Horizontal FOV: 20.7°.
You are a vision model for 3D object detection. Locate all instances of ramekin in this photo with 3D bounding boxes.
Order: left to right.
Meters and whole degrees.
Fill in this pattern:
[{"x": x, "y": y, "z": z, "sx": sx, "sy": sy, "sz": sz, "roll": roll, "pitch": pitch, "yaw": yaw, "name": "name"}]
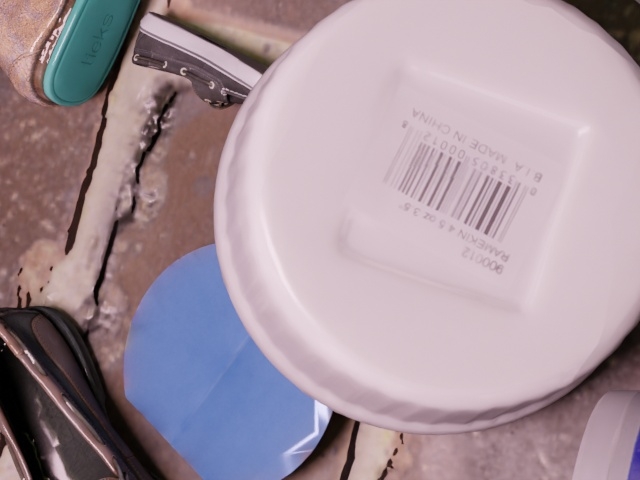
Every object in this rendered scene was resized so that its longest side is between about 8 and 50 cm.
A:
[{"x": 0.076, "y": -0.024, "z": 1.030, "sx": 0.277, "sy": 0.135, "sz": 0.277, "roll": 0, "pitch": 84, "yaw": -4, "name": "ramekin"}]

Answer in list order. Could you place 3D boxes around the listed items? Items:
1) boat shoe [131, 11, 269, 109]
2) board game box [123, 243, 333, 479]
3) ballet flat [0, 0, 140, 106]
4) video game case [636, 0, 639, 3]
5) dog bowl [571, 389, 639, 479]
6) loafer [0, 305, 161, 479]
[{"x": -0.071, "y": -0.113, "z": 1.204, "sx": 0.142, "sy": 0.049, "sz": 0.040, "roll": 30, "pitch": 101, "yaw": 28, "name": "boat shoe"}, {"x": -0.056, "y": 0.088, "z": 1.181, "sx": 0.168, "sy": 0.033, "sz": 0.133, "roll": 42, "pitch": 105, "yaw": 26, "name": "board game box"}, {"x": -0.143, "y": -0.245, "z": 1.218, "sx": 0.106, "sy": 0.107, "sz": 0.316, "roll": 37, "pitch": 97, "yaw": 31, "name": "ballet flat"}, {"x": 0.262, "y": -0.192, "z": 1.025, "sx": 0.285, "sy": 0.025, "sz": 0.204, "roll": 43, "pitch": 139, "yaw": 20, "name": "video game case"}, {"x": 0.200, "y": 0.214, "z": 0.938, "sx": 0.104, "sy": 0.265, "sz": 0.265, "roll": 1, "pitch": 84, "yaw": 19, "name": "dog bowl"}, {"x": -0.168, "y": 0.163, "z": 1.186, "sx": 0.096, "sy": 0.084, "sz": 0.267, "roll": -36, "pitch": 72, "yaw": 14, "name": "loafer"}]
